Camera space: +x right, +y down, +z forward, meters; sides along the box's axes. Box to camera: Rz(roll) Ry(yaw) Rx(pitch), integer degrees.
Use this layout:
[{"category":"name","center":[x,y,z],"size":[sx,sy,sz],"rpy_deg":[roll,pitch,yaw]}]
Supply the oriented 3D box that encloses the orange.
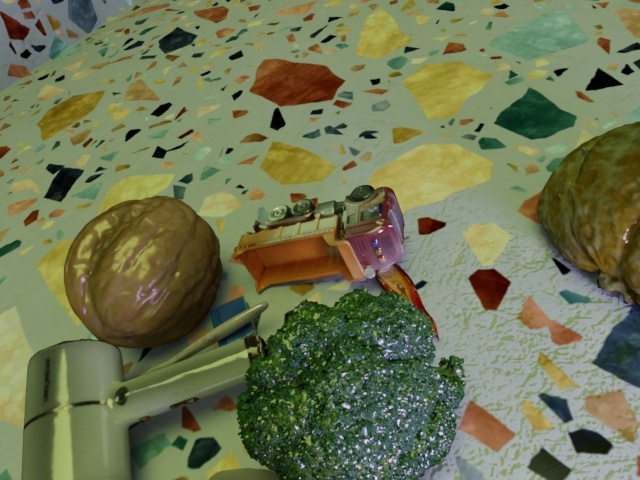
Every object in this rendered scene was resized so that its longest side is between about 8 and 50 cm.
[{"category":"orange","center":[0.489,-0.052,0.618],"size":[0.271,0.210,0.368],"rpy_deg":[-33,45,-10]}]

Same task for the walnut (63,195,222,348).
[{"category":"walnut","center":[-0.285,0.056,0.766],"size":[0.224,0.257,0.257],"rpy_deg":[-21,35,46]}]

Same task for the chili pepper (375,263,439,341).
[{"category":"chili pepper","center":[0.137,0.090,0.720],"size":[0.045,0.027,0.178],"rpy_deg":[-32,47,-6]}]

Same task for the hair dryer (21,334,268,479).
[{"category":"hair dryer","center":[-0.221,0.211,0.641],"size":[0.362,0.128,0.203],"rpy_deg":[-19,56,-3]}]

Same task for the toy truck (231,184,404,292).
[{"category":"toy truck","center":[0.000,0.000,0.771],"size":[0.270,0.114,0.135],"rpy_deg":[-12,42,20]}]

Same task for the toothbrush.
[{"category":"toothbrush","center":[-0.211,0.181,0.725],"size":[0.307,0.025,0.029],"rpy_deg":[-31,54,1]}]

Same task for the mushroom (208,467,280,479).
[{"category":"mushroom","center":[-0.106,0.370,0.511],"size":[0.116,0.093,0.225],"rpy_deg":[-2,57,31]}]

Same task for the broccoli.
[{"category":"broccoli","center":[0.034,0.181,0.558],"size":[0.269,0.261,0.241],"rpy_deg":[-54,16,19]}]

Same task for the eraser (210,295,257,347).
[{"category":"eraser","center":[-0.143,0.140,0.765],"size":[0.063,0.027,0.084],"rpy_deg":[-24,46,-5]}]
